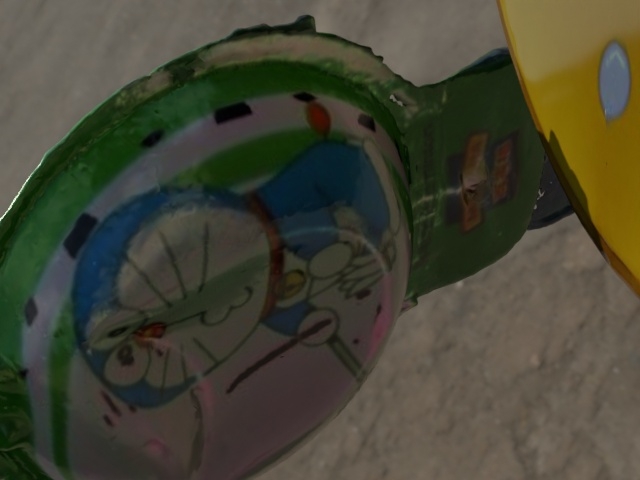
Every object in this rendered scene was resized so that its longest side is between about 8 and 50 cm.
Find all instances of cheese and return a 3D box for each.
[{"bbox_3d":[0.000,0.000,0.561,0.083,0.320,0.204,41,144,42],"label":"cheese"}]

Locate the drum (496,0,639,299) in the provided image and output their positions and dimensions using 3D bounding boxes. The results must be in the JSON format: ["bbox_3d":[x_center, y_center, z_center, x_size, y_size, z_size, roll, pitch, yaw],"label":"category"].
[{"bbox_3d":[0.201,-0.168,0.385,0.431,0.214,0.431,176,90,-75],"label":"drum"}]
